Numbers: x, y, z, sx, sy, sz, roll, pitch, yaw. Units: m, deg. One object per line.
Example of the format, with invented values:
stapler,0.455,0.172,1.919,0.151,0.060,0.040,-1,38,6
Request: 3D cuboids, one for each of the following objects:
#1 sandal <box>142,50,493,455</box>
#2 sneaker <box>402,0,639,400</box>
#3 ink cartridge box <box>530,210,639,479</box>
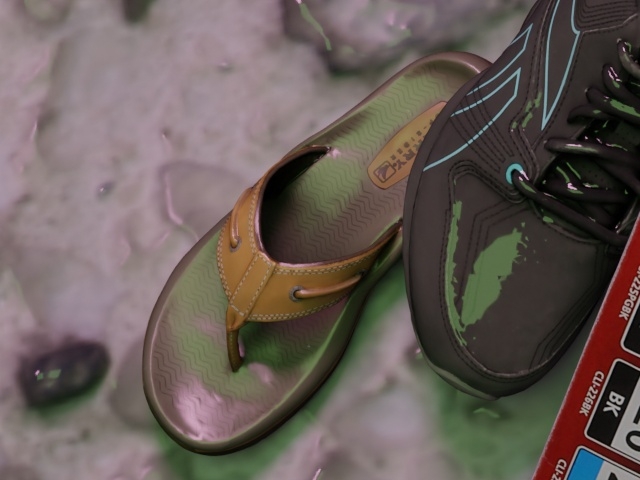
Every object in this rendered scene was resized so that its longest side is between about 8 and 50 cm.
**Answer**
sandal,0.000,0.000,0.826,0.219,0.060,0.090,-43,73,4
sneaker,0.113,-0.060,0.770,0.101,0.106,0.267,24,88,-12
ink cartridge box,0.231,0.073,0.662,0.272,0.130,0.309,24,110,15
